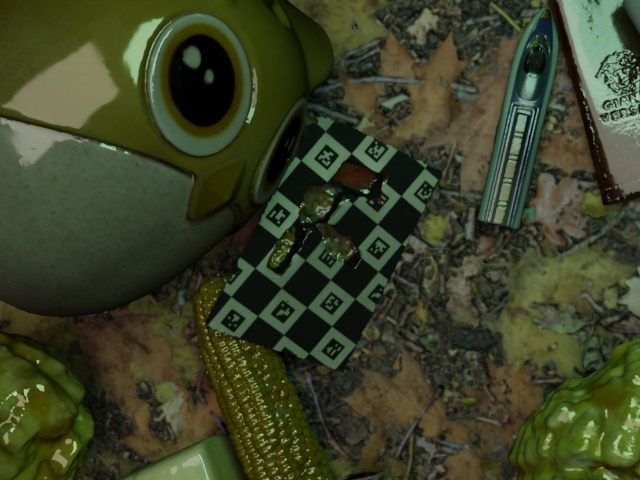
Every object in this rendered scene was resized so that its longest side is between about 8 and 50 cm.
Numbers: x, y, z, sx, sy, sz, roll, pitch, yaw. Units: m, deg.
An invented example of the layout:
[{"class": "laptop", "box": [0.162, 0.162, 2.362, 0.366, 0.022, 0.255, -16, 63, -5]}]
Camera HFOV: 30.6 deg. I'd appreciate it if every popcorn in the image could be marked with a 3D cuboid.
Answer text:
[{"class": "popcorn", "box": [0.312, 0.220, 1.216, 0.195, 0.255, 0.256, 35, 109, 13]}, {"class": "popcorn", "box": [-0.419, 0.239, 1.448, 0.252, 0.215, 0.286, 38, 106, 5]}]

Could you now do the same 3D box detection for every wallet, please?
[{"class": "wallet", "box": [0.346, -0.177, 1.290, 0.137, 0.031, 0.255, -16, 91, 12]}]

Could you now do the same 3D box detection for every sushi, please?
[{"class": "sushi", "box": [0.000, 0.000, 1.373, 0.192, 0.043, 0.280, 21, 101, -25]}]

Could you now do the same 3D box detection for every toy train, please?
[{"class": "toy train", "box": [0.227, -0.141, 1.320, 0.055, 0.048, 0.252, 13, 97, 13]}]

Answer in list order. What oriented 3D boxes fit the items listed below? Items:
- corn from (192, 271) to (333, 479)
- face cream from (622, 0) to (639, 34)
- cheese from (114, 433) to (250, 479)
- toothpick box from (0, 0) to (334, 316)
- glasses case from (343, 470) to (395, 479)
[{"class": "corn", "box": [-0.080, 0.186, 1.402, 0.102, 0.102, 0.313, -26, 86, 16]}, {"class": "face cream", "box": [0.418, -0.164, 1.191, 0.107, 0.073, 0.269, -29, 69, 3]}, {"class": "cheese", "box": [-0.189, 0.397, 1.436, 0.265, 0.124, 0.243, -27, 89, 17]}, {"class": "toothpick box", "box": [-0.222, -0.154, 1.260, 0.425, 0.409, 0.409, -40, 82, 9]}, {"class": "glasses case", "box": [0.021, 0.329, 1.380, 0.193, 0.070, 0.102, -39, 125, 13]}]
